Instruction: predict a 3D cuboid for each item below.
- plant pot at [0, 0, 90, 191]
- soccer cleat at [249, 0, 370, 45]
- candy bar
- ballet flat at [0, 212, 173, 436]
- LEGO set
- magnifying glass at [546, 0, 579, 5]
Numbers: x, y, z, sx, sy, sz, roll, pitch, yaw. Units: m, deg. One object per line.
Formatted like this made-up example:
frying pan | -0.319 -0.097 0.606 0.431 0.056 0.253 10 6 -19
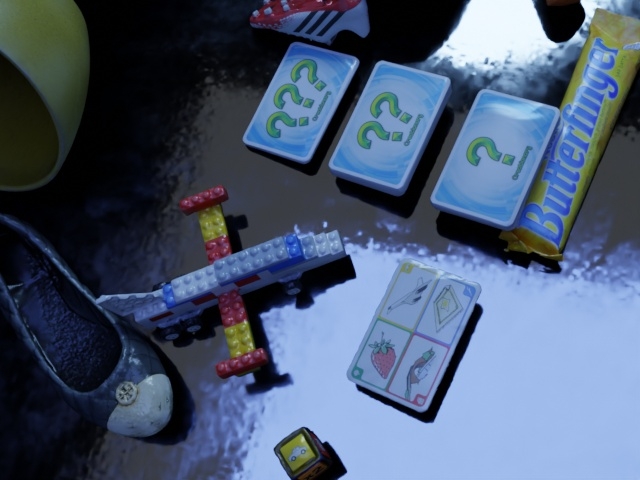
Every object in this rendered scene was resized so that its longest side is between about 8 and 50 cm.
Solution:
plant pot | -0.195 -0.110 0.564 0.134 0.134 0.095 12 49 15
soccer cleat | -0.007 -0.137 0.578 0.083 0.035 0.029 -2 41 31
candy bar | 0.147 -0.060 0.525 0.040 0.018 0.161 22 76 18
ballet flat | -0.149 0.049 0.529 0.173 0.049 0.057 41 80 21
LEGO set | 0.000 0.000 0.509 0.183 0.060 0.244 21 77 25
magnifying glass | 0.122 -0.254 0.547 0.026 0.092 0.230 -13 90 46
